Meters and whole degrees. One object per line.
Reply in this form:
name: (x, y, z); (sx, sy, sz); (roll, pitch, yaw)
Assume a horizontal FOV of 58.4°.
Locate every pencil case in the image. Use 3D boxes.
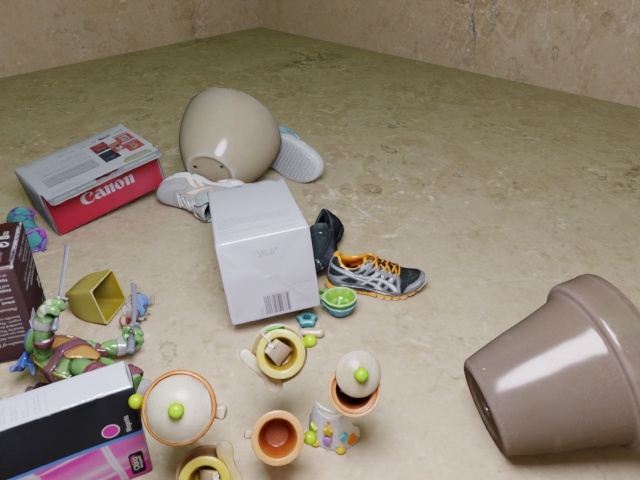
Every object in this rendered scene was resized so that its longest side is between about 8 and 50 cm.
pencil case: (-0.708, -0.027, 1.383); (0.070, 0.065, 0.151); (-35, 44, -21)

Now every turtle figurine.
turtle figurine: (-0.359, 0.156, 0.944); (0.266, 0.198, 0.275); (28, 54, 25)

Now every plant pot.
plant pot: (-0.456, 0.113, 1.143); (0.083, 0.081, 0.081); (-5, 30, 16)
plant pot: (0.349, 0.212, 0.853); (0.229, 0.263, 0.263); (-22, 33, 1)
plant pot: (-0.269, -0.240, 1.559); (0.283, 0.284, 0.191); (7, 49, 12)

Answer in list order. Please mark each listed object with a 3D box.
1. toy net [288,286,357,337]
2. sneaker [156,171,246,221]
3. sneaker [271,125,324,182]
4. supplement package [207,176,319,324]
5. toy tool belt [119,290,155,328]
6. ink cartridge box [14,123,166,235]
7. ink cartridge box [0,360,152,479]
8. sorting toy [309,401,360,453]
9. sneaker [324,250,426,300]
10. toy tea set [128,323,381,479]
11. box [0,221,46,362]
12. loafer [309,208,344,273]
toy net: (-0.039, 0.148, 1.110); (0.232, 0.045, 0.122); (-28, 41, -37)
sneaker: (-0.316, -0.104, 1.483); (0.262, 0.099, 0.121); (3, 42, 15)
sneaker: (-0.096, -0.288, 1.738); (0.150, 0.135, 0.365); (-29, 43, -34)
supplement package: (-0.123, 0.009, 1.176); (0.177, 0.176, 0.293); (-12, 27, -8)
toy tool belt: (-0.359, 0.136, 1.128); (0.051, 0.052, 0.083); (-7, 32, 6)
ink cartridge box: (-0.580, -0.155, 1.489); (0.309, 0.130, 0.271); (-32, 43, -27)
ink cartridge box: (-0.420, 0.295, 0.748); (0.370, 0.176, 0.069); (-14, 35, -21)
sorting toy: (0.015, 0.278, 0.869); (0.083, 0.075, 0.045); (10, 33, 17)
sneaker: (0.117, 0.069, 1.204); (0.214, 0.083, 0.084); (2, 30, 1)
toy tea set: (-0.079, 0.222, 0.770); (0.336, 0.200, 0.124); (-28, -6, -10)
box: (-0.614, 0.099, 1.044); (0.166, 0.203, 0.168); (-10, 33, -16)
loafer: (0.000, 0.000, 1.305); (0.076, 0.078, 0.223); (-28, 20, 25)
